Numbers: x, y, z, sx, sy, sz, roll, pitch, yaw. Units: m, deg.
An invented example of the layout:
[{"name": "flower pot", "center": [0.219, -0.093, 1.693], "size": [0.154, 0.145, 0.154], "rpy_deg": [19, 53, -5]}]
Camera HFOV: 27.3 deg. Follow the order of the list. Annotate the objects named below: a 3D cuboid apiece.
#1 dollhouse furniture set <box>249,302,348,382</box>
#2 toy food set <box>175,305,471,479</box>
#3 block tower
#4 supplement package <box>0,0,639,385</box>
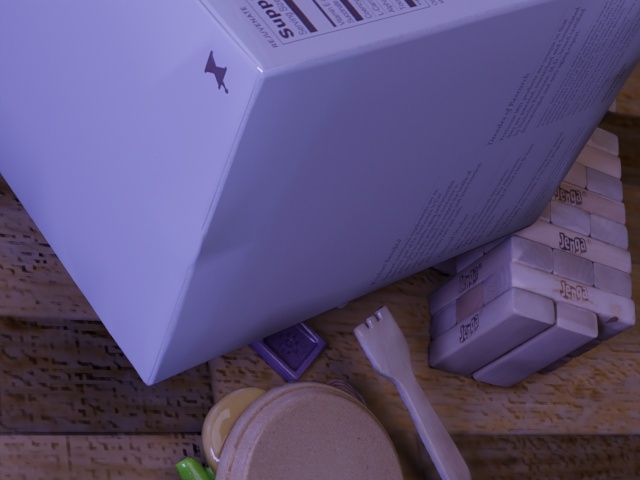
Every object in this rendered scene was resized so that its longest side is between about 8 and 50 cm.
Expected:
[{"name": "dollhouse furniture set", "center": [0.000, 0.000, 0.732], "size": [0.091, 0.081, 0.114], "rpy_deg": [45, 49, -3]}, {"name": "toy food set", "center": [-0.009, 0.131, 0.680], "size": [0.192, 0.038, 0.132], "rpy_deg": [-34, 100, -39]}, {"name": "block tower", "center": [0.129, -0.075, 0.852], "size": [0.091, 0.097, 0.336], "rpy_deg": [18, 57, -23]}, {"name": "supplement package", "center": [-0.005, -0.101, 0.635], "size": [0.262, 0.199, 0.198], "rpy_deg": [-20, 60, -35]}]
